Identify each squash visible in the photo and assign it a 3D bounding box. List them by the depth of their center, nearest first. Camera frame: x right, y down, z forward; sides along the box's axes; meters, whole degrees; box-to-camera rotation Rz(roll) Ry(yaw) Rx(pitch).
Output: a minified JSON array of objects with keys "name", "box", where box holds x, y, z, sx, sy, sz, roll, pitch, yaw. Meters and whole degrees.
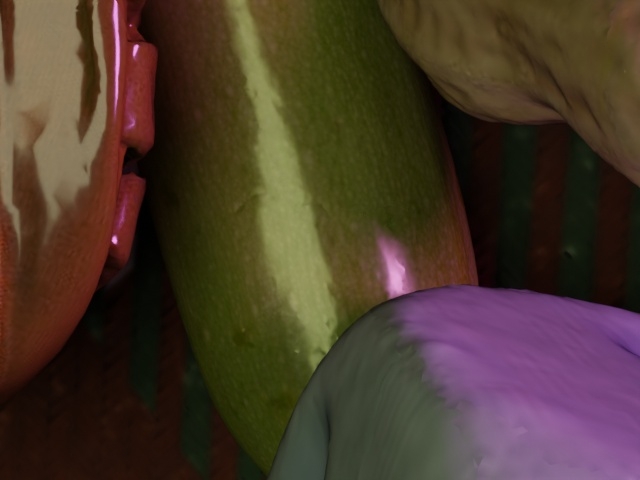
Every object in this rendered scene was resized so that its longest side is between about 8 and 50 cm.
[{"name":"squash","box":[0.000,0.000,0.820,0.132,0.132,0.247,-17,88,22]}]

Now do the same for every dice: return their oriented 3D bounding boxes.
[{"name":"dice","box":[0.110,0.179,0.669,0.264,0.262,0.268,13,103,-14]}]

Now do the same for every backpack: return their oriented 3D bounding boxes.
[{"name":"backpack","box":[-0.214,-0.081,0.811,0.378,0.201,0.353,-15,86,55]}]

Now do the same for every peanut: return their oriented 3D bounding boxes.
[{"name":"peanut","box":[0.101,-0.086,0.720,0.123,0.123,0.257,-58,42,15]}]
